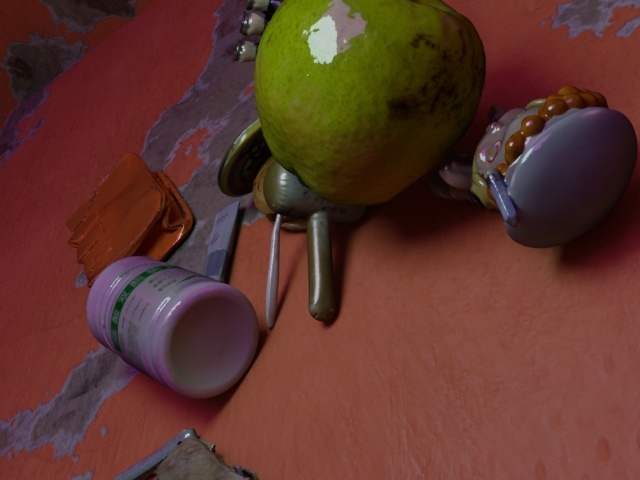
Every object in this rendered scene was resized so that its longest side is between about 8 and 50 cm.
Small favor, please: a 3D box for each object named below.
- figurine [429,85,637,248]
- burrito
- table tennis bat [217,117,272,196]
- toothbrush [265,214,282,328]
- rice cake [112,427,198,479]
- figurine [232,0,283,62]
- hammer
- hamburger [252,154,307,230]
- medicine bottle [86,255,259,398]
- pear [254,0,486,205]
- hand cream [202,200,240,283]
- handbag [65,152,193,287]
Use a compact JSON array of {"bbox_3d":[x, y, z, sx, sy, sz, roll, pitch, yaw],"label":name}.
[{"bbox_3d":[0.311,-0.111,1.160,0.224,0.205,0.382,-42,14,0],"label":"figurine"},{"bbox_3d":[-0.162,0.414,1.172,0.347,0.107,0.175,19,83,55],"label":"burrito"},{"bbox_3d":[-0.078,-0.222,1.675,0.368,0.224,0.054,-40,69,-22],"label":"table tennis bat"},{"bbox_3d":[-0.088,0.012,1.460,0.029,0.025,0.307,-4,76,36],"label":"toothbrush"},{"bbox_3d":[-0.299,0.398,1.386,0.207,0.033,0.033,-35,46,17],"label":"rice cake"},{"bbox_3d":[0.031,-0.389,1.539,0.411,0.306,0.241,-4,53,13],"label":"figurine"},{"bbox_3d":[0.000,0.000,1.388,0.113,0.202,0.305,139,132,-56],"label":"hammer"},{"bbox_3d":[-0.042,-0.119,1.578,0.213,0.108,0.214,-28,34,21],"label":"hamburger"},{"bbox_3d":[-0.286,0.153,1.461,0.325,0.212,0.212,15,66,51],"label":"medicine bottle"},{"bbox_3d":[0.066,-0.244,1.254,0.391,0.391,0.391,-27,39,25],"label":"pear"},{"bbox_3d":[-0.214,0.012,1.667,0.079,0.048,0.255,-27,38,27],"label":"hand cream"},{"bbox_3d":[-0.491,-0.039,1.959,0.303,0.116,0.410,-48,34,2],"label":"handbag"}]
